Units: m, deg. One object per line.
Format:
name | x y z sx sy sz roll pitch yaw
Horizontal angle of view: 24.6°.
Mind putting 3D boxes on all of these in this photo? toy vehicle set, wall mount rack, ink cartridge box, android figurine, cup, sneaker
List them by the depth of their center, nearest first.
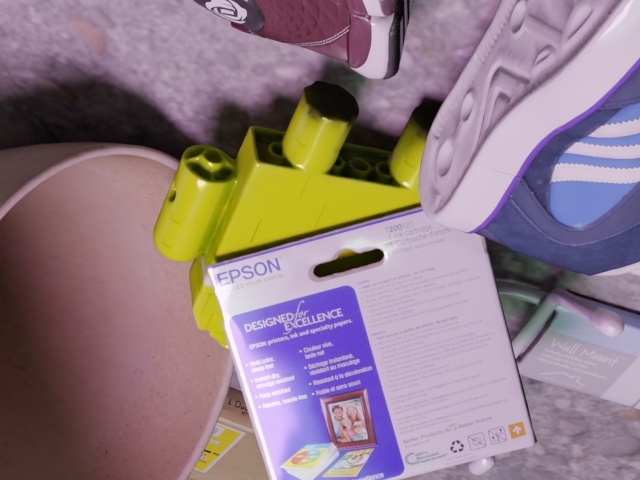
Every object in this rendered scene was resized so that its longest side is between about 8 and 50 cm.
sneaker | -0.028 -0.201 0.852 0.162 0.106 0.281 9 146 8
sneaker | 0.228 -0.090 0.930 0.236 0.130 0.323 13 141 -18
ink cartridge box | 0.040 0.081 1.104 0.206 0.045 0.208 -15 107 3
android figurine | 0.000 0.000 1.109 0.248 0.056 0.273 8 135 -19
cup | -0.255 0.067 1.152 0.237 0.331 0.331 16 152 35
wall mount rack | 0.270 0.119 1.188 0.350 0.130 0.304 16 145 -7
toy vehicle set | -0.130 0.194 1.490 0.266 0.035 0.166 23 143 -16
